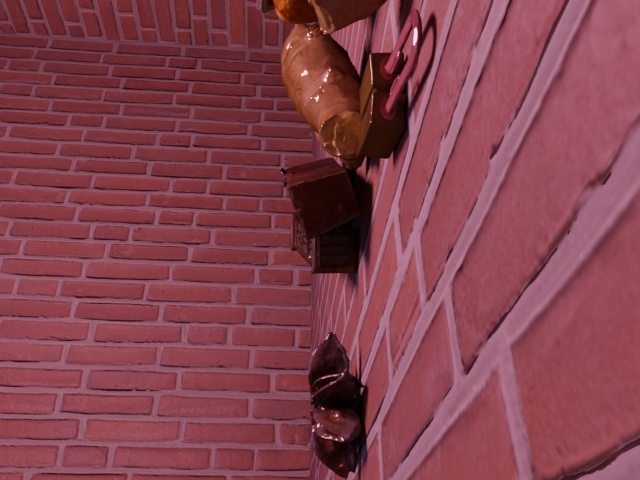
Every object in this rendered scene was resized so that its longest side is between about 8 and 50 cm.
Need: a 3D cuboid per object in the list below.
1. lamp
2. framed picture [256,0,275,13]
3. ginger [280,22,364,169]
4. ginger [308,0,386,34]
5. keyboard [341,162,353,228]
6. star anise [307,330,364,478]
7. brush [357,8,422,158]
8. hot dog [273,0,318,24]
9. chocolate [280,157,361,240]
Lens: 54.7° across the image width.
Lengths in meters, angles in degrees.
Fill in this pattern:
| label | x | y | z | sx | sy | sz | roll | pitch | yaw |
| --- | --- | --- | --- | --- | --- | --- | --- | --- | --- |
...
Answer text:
| label | x | y | z | sx | sy | sz | roll | pitch | yaw |
| --- | --- | --- | --- | --- | --- | --- | --- | --- | --- |
| lamp | 0.000 | 0.000 | 1.284 | 0.325 | 0.089 | 0.090 | -140 | 51 | -78 |
| framed picture | -0.008 | -0.582 | 1.149 | 0.324 | 0.020 | 0.241 | -42 | -31 | -39 |
| ginger | 0.005 | -0.226 | 1.107 | 0.236 | 0.166 | 0.376 | 104 | 169 | -49 |
| ginger | 0.044 | -0.387 | 0.754 | 0.138 | 0.152 | 0.267 | -22 | -43 | -65 |
| keyboard | 0.057 | -0.135 | 1.308 | 0.101 | 0.018 | 0.310 | -129 | 41 | -83 |
| star anise | 0.026 | 0.269 | 1.049 | 0.236 | 0.093 | 0.229 | -80 | -13 | -88 |
| brush | 0.082 | -0.185 | 0.720 | 0.233 | 0.047 | 0.103 | 108 | 164 | -76 |
| hot dog | 0.020 | -0.461 | 1.003 | 0.256 | 0.153 | 0.150 | 142 | 121 | -64 |
| chocolate | -0.003 | -0.092 | 1.143 | 0.321 | 0.111 | 0.112 | -112 | 2 | -78 |
